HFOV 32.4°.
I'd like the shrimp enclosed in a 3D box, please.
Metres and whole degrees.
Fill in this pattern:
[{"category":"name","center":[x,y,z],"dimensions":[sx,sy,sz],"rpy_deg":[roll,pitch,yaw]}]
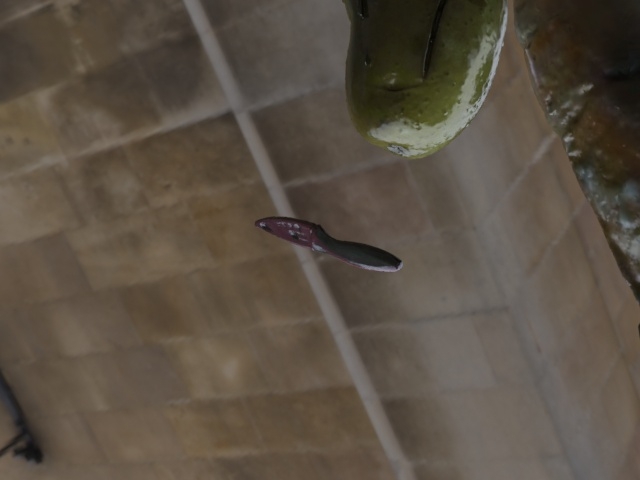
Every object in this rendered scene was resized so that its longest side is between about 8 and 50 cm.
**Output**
[{"category":"shrimp","center":[0.143,-0.030,0.359],"dimensions":[0.126,0.223,0.047],"rpy_deg":[-19,171,-7]}]

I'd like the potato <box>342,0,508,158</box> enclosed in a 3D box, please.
[{"category":"potato","center":[0.090,-0.197,1.004],"dimensions":[0.143,0.248,0.169],"rpy_deg":[12,165,-16]}]

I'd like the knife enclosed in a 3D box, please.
[{"category":"knife","center":[0.000,0.000,1.183],"dimensions":[0.018,0.035,0.247],"rpy_deg":[-33,-149,-30]}]
